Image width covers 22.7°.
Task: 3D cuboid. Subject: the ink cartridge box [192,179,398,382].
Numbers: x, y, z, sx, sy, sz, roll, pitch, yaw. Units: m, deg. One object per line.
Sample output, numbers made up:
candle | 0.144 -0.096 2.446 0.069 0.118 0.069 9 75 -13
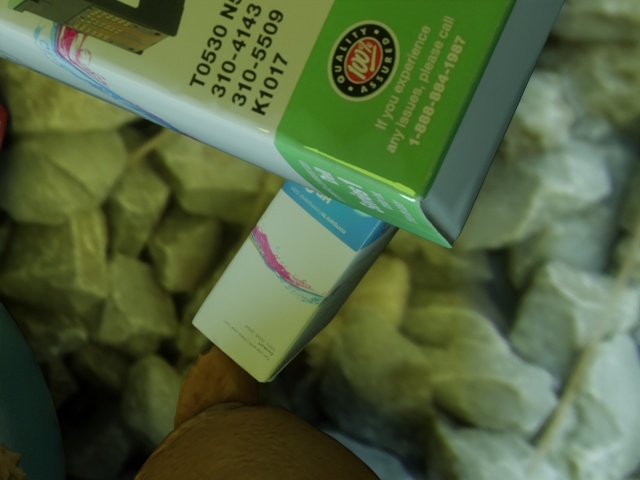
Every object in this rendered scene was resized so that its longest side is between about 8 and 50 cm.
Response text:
ink cartridge box | 0.000 0.000 0.786 0.052 0.088 0.122 38 120 7

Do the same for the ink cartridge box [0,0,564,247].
ink cartridge box | -0.034 -0.147 0.685 0.278 0.117 0.201 24 87 15

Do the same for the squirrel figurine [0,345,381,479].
squirrel figurine | -0.142 0.226 0.801 0.397 0.281 0.370 26 113 -14

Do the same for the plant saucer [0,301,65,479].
plant saucer | -0.307 0.120 1.001 0.318 0.044 0.317 9 114 21

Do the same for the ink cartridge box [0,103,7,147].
ink cartridge box | -0.316 -0.082 0.782 0.207 0.283 0.117 13 77 20
